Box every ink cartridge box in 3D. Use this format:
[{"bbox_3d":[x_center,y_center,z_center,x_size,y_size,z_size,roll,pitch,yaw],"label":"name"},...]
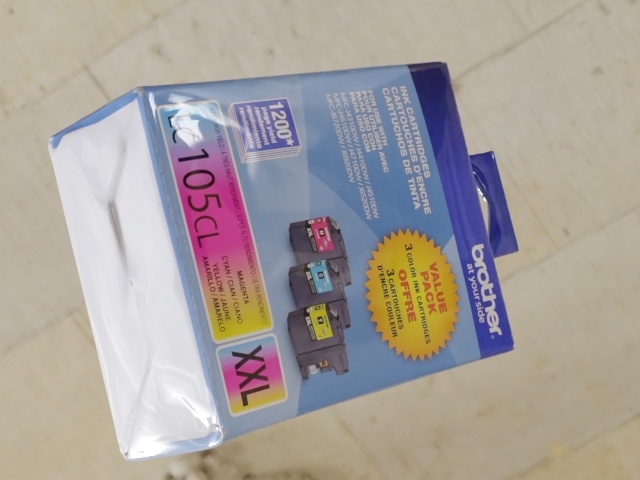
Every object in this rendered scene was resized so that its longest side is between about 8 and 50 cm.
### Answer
[{"bbox_3d":[0.000,0.000,1.141,0.395,0.270,0.151,-12,177,-44],"label":"ink cartridge box"}]
